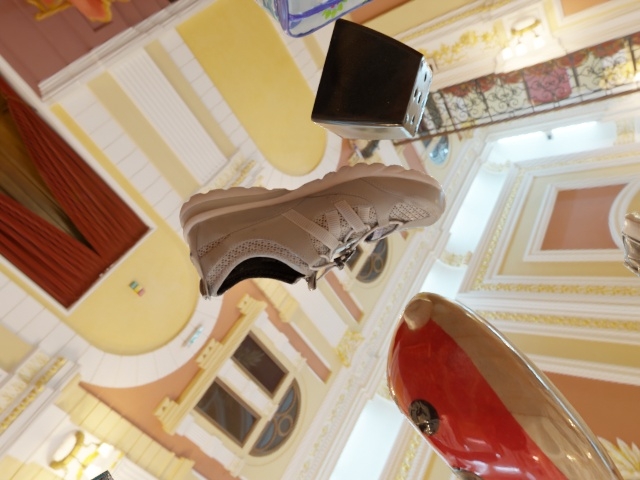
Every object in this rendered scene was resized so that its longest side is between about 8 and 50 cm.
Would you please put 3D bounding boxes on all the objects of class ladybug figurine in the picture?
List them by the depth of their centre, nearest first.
[{"bbox_3d":[0.237,0.261,0.608,0.162,0.449,0.305,-41,-168,-6],"label":"ladybug figurine"}]

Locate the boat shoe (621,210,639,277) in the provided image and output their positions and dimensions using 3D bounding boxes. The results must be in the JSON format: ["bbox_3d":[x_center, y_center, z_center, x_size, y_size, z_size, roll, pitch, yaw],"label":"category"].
[{"bbox_3d":[0.476,0.048,0.536,0.108,0.102,0.301,-2,-162,4],"label":"boat shoe"}]

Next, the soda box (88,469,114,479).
[{"bbox_3d":[-0.287,0.349,0.492,0.183,0.058,0.063,-54,159,20],"label":"soda box"}]

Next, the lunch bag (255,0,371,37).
[{"bbox_3d":[0.025,-0.336,0.468,0.219,0.176,0.090,-33,-109,-17],"label":"lunch bag"}]

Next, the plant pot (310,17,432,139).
[{"bbox_3d":[0.112,-0.289,0.834,0.167,0.188,0.187,17,-171,20],"label":"plant pot"}]

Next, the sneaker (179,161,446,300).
[{"bbox_3d":[0.000,0.000,0.459,0.281,0.105,0.115,-11,-115,-3],"label":"sneaker"}]
